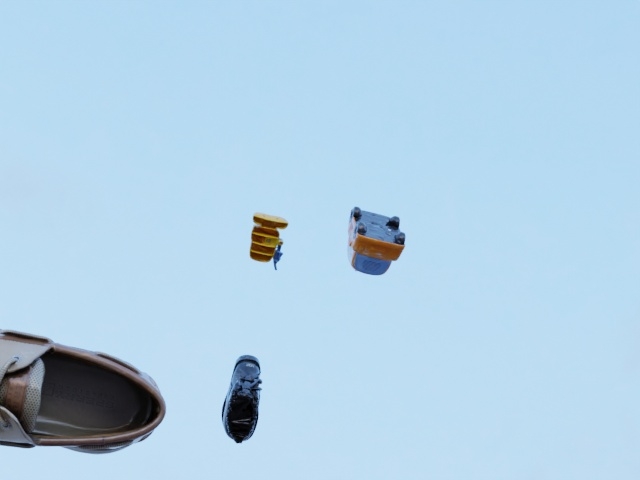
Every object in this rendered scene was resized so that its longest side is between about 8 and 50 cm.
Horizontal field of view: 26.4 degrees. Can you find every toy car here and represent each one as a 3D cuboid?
[{"bbox_3d":[0.000,0.000,0.890,0.122,0.060,0.040,7,-69,-25],"label":"toy car"}]

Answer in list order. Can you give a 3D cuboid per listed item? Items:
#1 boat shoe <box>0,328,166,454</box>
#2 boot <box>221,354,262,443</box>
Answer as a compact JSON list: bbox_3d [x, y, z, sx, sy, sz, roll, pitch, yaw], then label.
[{"bbox_3d":[-0.290,0.131,1.244,0.324,0.123,0.116,7,-9,-28],"label":"boat shoe"},{"bbox_3d":[-0.091,0.200,1.573,0.045,0.099,0.121,8,-67,-4],"label":"boot"}]
